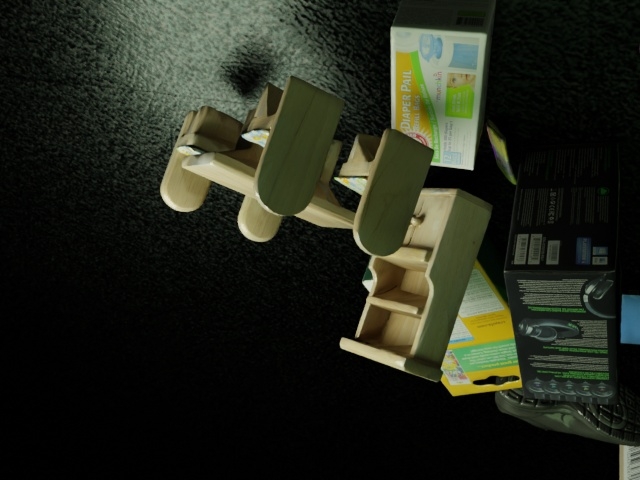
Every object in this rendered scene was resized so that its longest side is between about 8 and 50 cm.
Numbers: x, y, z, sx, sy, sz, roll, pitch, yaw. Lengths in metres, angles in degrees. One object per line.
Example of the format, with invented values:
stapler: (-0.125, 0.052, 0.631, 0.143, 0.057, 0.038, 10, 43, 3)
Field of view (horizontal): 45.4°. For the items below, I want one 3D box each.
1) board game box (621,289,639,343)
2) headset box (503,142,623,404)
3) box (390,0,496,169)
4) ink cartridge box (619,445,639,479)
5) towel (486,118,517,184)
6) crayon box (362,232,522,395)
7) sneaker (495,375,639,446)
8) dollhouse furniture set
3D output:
board game box: (0.472, 0.114, 1.222, 0.169, 0.033, 0.133, 1, 140, 28)
headset box: (0.341, 0.053, 1.046, 0.131, 0.246, 0.283, 0, 134, 22)
box: (0.152, -0.201, 0.962, 0.114, 0.103, 0.203, 8, 137, 14)
ink cartridge box: (0.619, 0.409, 1.320, 0.088, 0.234, 0.193, 33, 137, -14)
towel: (0.248, -0.121, 1.046, 0.009, 0.060, 0.083, -24, 126, 3)
crayon box: (0.243, 0.127, 1.289, 0.203, 0.083, 0.323, -16, 126, 34)
sneaker: (0.456, 0.305, 1.393, 0.286, 0.109, 0.130, 19, 149, 13)
dollhouse furniture set: (0.000, 0.000, 1.020, 0.394, 0.256, 0.362, 22, 172, -27)
